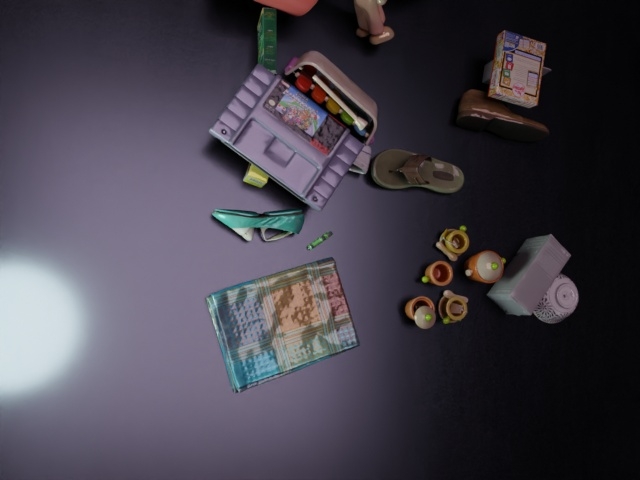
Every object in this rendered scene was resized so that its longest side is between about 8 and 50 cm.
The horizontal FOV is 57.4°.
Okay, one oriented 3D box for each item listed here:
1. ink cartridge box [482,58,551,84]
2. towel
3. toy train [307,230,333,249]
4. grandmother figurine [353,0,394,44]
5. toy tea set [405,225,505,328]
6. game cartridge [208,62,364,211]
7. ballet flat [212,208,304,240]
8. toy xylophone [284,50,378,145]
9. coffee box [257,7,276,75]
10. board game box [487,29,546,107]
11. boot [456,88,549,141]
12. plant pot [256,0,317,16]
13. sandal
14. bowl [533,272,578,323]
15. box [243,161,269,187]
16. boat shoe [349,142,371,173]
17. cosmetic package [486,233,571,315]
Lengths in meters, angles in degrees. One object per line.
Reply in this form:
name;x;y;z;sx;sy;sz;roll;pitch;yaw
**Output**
ink cartridge box;0.613;-0.513;1.825;0.180;0.104;0.060;12;81;-14
towel;-0.094;0.220;1.575;0.370;0.040;0.271;-17;90;-17
toy train;0.000;0.000;1.634;0.083;0.024;0.017;-35;94;-17
grandmother figurine;0.111;-0.710;1.589;0.208;0.342;0.104;33;71;31
toy tea set;0.391;0.123;1.681;0.200;0.124;0.336;36;76;-10
game cartridge;-0.080;-0.269;1.529;0.355;0.068;0.230;35;84;-13
ballet flat;-0.163;-0.041;1.564;0.248;0.083;0.087;0;98;-14
toy xylophone;0.041;-0.391;1.593;0.323;0.236;0.081;42;118;-9
coffee box;-0.147;-0.525;1.603;0.041;0.113;0.184;0;85;-13
board game box;0.585;-0.507;1.739;0.147;0.045;0.193;12;85;-15
boot;0.570;-0.386;1.805;0.306;0.112;0.115;13;70;-12
plant pot;-0.117;-0.735;1.534;0.243;0.275;0.274;22;78;-33
sandal;0.291;-0.208;1.708;0.303;0.086;0.120;4;83;-16
bowl;0.734;0.172;1.800;0.170;0.080;0.170;1;85;-16
box;-0.141;-0.264;1.590;0.058;0.087;0.232;22;78;-14
boat shoe;0.021;-0.245;1.630;0.258;0.095;0.084;10;77;-14
cosmetic package;0.622;0.105;1.751;0.107;0.127;0.238;45;73;-8
